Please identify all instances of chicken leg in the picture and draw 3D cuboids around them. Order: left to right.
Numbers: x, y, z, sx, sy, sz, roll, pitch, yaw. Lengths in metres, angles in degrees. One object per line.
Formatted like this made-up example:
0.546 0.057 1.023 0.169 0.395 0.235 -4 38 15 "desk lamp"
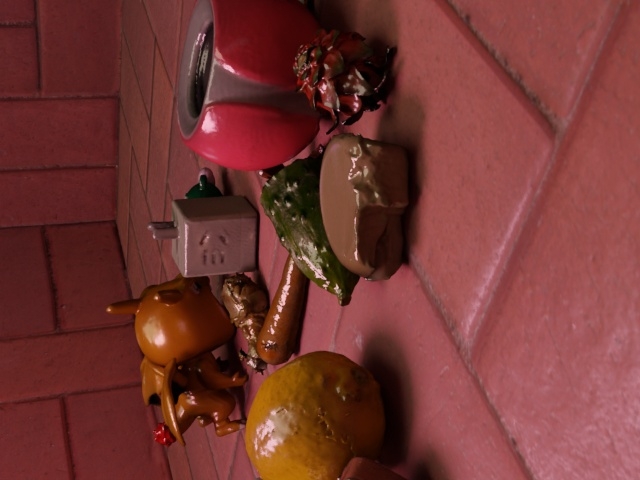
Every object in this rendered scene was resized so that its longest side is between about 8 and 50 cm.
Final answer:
-0.149 0.167 1.822 0.103 0.088 0.228 -45 52 41 "chicken leg"

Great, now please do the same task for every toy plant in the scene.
-0.277 -0.048 2.069 0.243 0.112 0.233 94 178 -53 "toy plant"

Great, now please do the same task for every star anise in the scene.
-0.033 -0.107 1.504 0.140 0.144 0.158 6 114 24 "star anise"

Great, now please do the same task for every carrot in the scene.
-0.061 0.108 1.599 0.078 0.078 0.298 -119 35 -48 "carrot"

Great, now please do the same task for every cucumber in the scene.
0.002 -0.002 1.317 0.134 0.134 0.245 108 147 -47 "cucumber"

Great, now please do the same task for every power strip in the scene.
-0.257 -0.008 1.871 0.139 0.224 0.140 -133 42 -59 "power strip"

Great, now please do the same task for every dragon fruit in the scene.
0.029 -0.230 1.202 0.142 0.121 0.130 52 156 16 "dragon fruit"

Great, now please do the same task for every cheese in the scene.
0.062 -0.046 1.187 0.175 0.091 0.203 -173 77 -69 "cheese"

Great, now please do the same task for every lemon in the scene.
-0.006 0.271 1.280 0.260 0.204 0.204 -53 42 35 "lemon"

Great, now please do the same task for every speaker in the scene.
-0.114 -0.265 1.363 0.294 0.294 0.295 175 90 -70 "speaker"

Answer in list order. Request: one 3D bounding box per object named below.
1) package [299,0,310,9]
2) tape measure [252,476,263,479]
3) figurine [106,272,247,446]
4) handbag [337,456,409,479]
-0.067 -0.397 1.538 0.232 0.040 0.166 167 99 -69 "package"
-0.076 0.582 1.653 0.246 0.125 0.243 172 94 -69 "tape measure"
-0.319 0.284 2.056 0.401 0.267 0.387 -151 44 -79 "figurine"
0.074 0.392 1.185 0.072 0.151 0.193 -58 -10 -47 "handbag"
